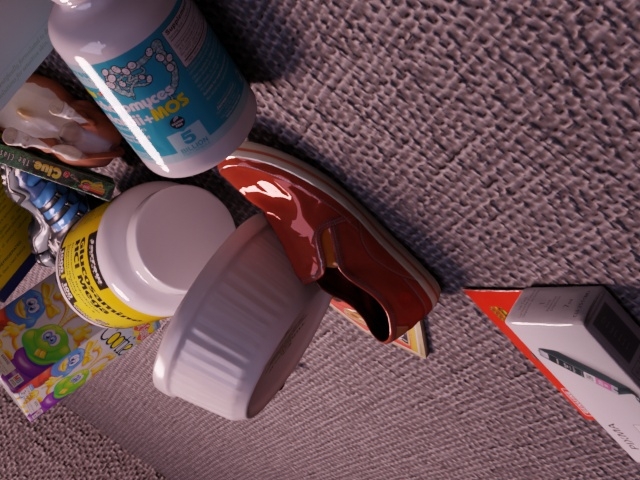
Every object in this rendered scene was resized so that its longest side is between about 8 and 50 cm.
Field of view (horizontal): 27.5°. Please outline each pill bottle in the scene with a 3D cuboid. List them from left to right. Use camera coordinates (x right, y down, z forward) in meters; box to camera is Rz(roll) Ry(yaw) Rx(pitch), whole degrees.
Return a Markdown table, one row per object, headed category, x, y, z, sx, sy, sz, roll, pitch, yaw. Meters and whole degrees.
| category | x | y | z | sx | sy | sz | roll | pitch | yaw |
| --- | --- | --- | --- | --- | --- | --- | --- | --- | --- |
| pill bottle | -0.185 | -0.199 | 1.368 | 0.146 | 0.146 | 0.264 | 14 | 150 | 41 |
| pill bottle | -0.243 | 0.020 | 1.836 | 0.188 | 0.188 | 0.334 | 41 | 157 | -14 |

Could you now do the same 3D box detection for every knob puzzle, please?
| category | x | y | z | sx | sy | sz | roll | pitch | yaw |
| --- | --- | --- | --- | --- | --- | --- | --- | --- | --- |
| knob puzzle | 0.050 | 0.086 | 1.768 | 0.213 | 0.030 | 0.213 | 29 | 158 | 13 |

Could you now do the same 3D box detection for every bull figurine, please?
| category | x | y | z | sx | sy | sz | roll | pitch | yaw |
| --- | --- | --- | --- | --- | --- | --- | --- | --- | --- |
| bull figurine | -0.411 | -0.180 | 1.751 | 0.310 | 0.101 | 0.188 | 20 | -176 | 16 |

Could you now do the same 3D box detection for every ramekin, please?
| category | x | y | z | sx | sy | sz | roll | pitch | yaw |
| --- | --- | --- | --- | --- | --- | --- | --- | --- | --- |
| ramekin | -0.089 | 0.108 | 1.689 | 0.127 | 0.273 | 0.273 | 31 | 158 | 11 |

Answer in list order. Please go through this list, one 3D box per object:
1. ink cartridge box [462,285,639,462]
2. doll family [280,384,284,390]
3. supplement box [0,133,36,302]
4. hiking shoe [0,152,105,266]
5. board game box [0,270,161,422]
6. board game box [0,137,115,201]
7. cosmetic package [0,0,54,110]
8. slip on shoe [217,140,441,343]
| category | x | y | z | sx | sy | sz | roll | pitch | yaw |
| --- | --- | --- | --- | --- | --- | --- | --- | --- | --- |
| ink cartridge box | 0.307 | 0.158 | 1.519 | 0.275 | 0.060 | 0.239 | 45 | 155 | -24 |
| doll family | -0.118 | 0.181 | 2.149 | 0.111 | 0.076 | 0.193 | 13 | 155 | 34 |
| supplement box | -0.601 | -0.097 | 2.095 | 0.195 | 0.194 | 0.356 | 16 | 151 | 39 |
| hiking shoe | -0.397 | -0.078 | 2.008 | 0.132 | 0.113 | 0.304 | -1 | 143 | 6 |
| board game box | -0.425 | 0.151 | 2.203 | 0.142 | 0.275 | 0.144 | 47 | 162 | 21 |
| board game box | -0.407 | -0.113 | 1.785 | 0.259 | 0.030 | 0.136 | 20 | 180 | -11 |
| cosmetic package | -0.460 | -0.279 | 1.531 | 0.365 | 0.197 | 0.155 | 14 | 150 | 44 |
| slip on shoe | 0.000 | 0.000 | 1.574 | 0.331 | 0.101 | 0.123 | 42 | 159 | -13 |
